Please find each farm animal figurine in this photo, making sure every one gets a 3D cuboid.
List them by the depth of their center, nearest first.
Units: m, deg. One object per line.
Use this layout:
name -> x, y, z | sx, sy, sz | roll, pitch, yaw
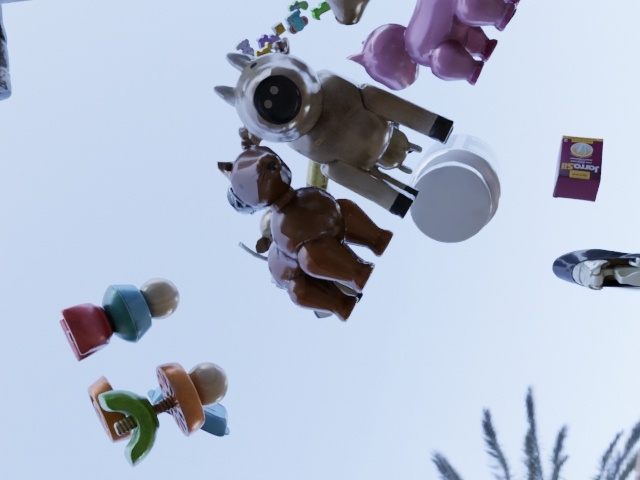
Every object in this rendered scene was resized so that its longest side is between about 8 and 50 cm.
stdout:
farm animal figurine -> 0.022, -0.117, 0.481 | 0.172, 0.327, 0.330 | 29, -94, 7

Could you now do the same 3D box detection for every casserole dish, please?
casserole dish -> -0.262, 0.340, 1.256 | 0.189, 0.114, 0.036 | 28, -91, -8

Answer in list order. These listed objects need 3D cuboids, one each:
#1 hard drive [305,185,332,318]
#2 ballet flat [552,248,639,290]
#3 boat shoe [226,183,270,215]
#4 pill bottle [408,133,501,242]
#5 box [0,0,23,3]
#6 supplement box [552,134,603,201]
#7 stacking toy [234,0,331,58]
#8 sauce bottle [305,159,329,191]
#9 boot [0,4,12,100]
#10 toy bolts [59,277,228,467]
hard drive -> 0.000, 0.000, 1.314 | 0.318, 0.040, 0.210 | -69, -36, -67
ballet flat -> 0.497, 0.052, 1.040 | 0.074, 0.203, 0.074 | 2, -93, -60
boat shoe -> -0.166, -0.110, 1.428 | 0.102, 0.301, 0.108 | -21, -86, -11
pill bottle -> 0.231, -0.092, 1.050 | 0.264, 0.153, 0.153 | -46, -59, -66
box -> -0.362, -0.491, 0.765 | 0.293, 0.396, 0.211 | -38, -76, -49
supplement box -> 0.343, -0.097, 0.815 | 0.043, 0.055, 0.083 | 78, -153, -49
stacking toy -> -0.082, -0.470, 1.383 | 0.221, 0.167, 0.052 | -39, -58, -6
sauce bottle -> -0.005, -0.106, 1.078 | 0.042, 0.042, 0.128 | -19, -49, -35
boot -> -0.667, -0.371, 0.953 | 0.378, 0.138, 0.283 | 4, -94, 0
toy bolts -> -0.248, 0.168, 0.863 | 0.159, 0.218, 0.228 | -25, -90, -28
